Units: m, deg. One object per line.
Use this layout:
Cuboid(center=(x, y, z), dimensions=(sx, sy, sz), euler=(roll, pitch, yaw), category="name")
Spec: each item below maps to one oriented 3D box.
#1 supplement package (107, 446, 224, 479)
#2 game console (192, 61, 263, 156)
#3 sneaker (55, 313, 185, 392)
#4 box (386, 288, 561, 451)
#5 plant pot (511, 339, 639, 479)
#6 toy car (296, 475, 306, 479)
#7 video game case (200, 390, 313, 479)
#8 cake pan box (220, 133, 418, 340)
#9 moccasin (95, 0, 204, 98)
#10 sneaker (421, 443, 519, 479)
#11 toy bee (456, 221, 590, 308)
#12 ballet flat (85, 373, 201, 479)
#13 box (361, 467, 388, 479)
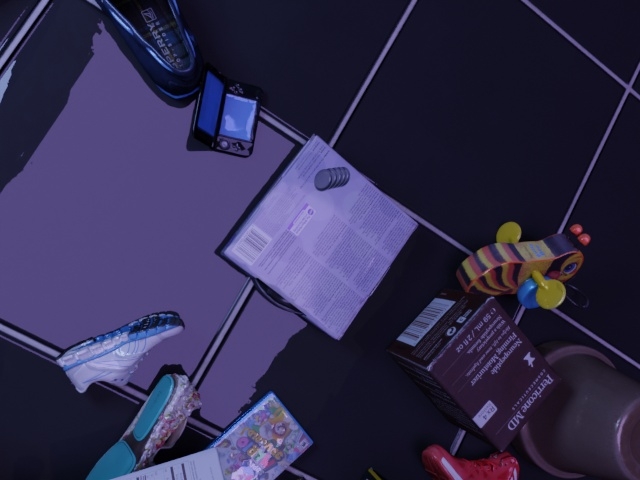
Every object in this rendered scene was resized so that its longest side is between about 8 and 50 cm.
Cuboid(center=(-0.242, 0.456, 0.772), dimensions=(0.262, 0.198, 0.199), euler=(-12, 131, -17), category="supplement package")
Cuboid(center=(-0.148, -0.209, 0.916), dimensions=(0.107, 0.071, 0.122), euler=(11, 86, -17), category="game console")
Cuboid(center=(-0.296, 0.176, 0.872), dimensions=(0.190, 0.071, 0.083), euler=(-20, 102, -8), category="sneaker")
Cuboid(center=(0.261, 0.215, 0.987), dimensions=(0.168, 0.167, 0.203), euler=(-45, 102, -13), category="box")
Cuboid(center=(0.509, 0.327, 1.033), dimensions=(0.262, 0.229, 0.263), euler=(1, 88, -17), category="plant pot")
Cuboid(center=(-0.023, 0.459, 0.956), dimensions=(0.040, 0.060, 0.122), euler=(-32, 92, 17), category="toy car")
Cuboid(center=(-0.110, 0.353, 0.949), dimensions=(0.166, 0.015, 0.119), euler=(-39, 101, -14), category="video game case")
Cuboid(center=(0.000, 0.000, 0.962), dimensions=(0.245, 0.070, 0.267), euler=(37, 79, -11), category="cake pan box")
Cuboid(center=(-0.274, -0.388, 0.854), dimensions=(0.137, 0.117, 0.342), euler=(-39, 100, -14), category="moccasin")
Cuboid(center=(0.283, 0.418, 1.048), dimensions=(0.128, 0.087, 0.221), euler=(-47, 115, -21), category="sneaker")
Cuboid(center=(0.404, 0.031, 1.043), dimensions=(0.298, 0.195, 0.162), euler=(-12, 137, -38), category="toy bee")
Cuboid(center=(-0.267, 0.318, 0.869), dimensions=(0.241, 0.091, 0.077), euler=(-53, 129, -7), category="ballet flat")
Cuboid(center=(0.205, 0.512, 0.886), dimensions=(0.257, 0.322, 0.079), euler=(38, 80, -13), category="box")
